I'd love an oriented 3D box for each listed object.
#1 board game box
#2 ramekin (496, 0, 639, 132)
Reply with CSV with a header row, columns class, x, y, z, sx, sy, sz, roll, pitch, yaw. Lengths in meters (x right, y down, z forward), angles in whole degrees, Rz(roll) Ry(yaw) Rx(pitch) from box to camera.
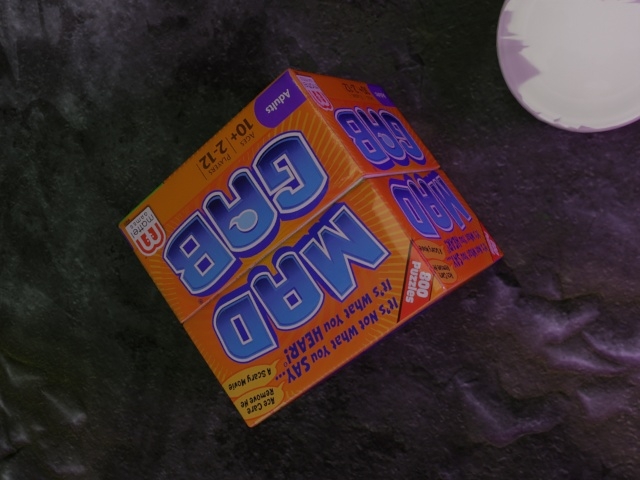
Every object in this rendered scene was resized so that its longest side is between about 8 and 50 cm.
class,x,y,z,sx,sy,sz,roll,pitch,yaw
board game box,0.000,0.000,1.308,0.357,0.356,0.356,-39,81,23
ramekin,0.396,-0.290,1.223,0.273,0.127,0.272,3,98,25
